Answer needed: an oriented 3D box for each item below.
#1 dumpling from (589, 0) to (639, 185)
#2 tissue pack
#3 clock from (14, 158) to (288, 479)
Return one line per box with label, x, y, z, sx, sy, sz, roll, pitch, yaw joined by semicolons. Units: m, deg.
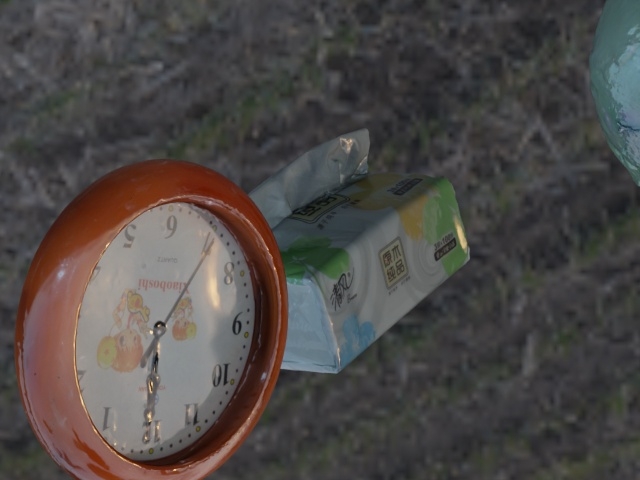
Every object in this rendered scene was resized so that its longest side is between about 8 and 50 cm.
dumpling;0.255;-0.111;1.452;0.105;0.149;0.217;14;134;20
tissue pack;0.000;0.000;1.629;0.159;0.229;0.145;3;116;35
clock;-0.099;0.053;1.128;0.051;0.205;0.205;8;158;44
